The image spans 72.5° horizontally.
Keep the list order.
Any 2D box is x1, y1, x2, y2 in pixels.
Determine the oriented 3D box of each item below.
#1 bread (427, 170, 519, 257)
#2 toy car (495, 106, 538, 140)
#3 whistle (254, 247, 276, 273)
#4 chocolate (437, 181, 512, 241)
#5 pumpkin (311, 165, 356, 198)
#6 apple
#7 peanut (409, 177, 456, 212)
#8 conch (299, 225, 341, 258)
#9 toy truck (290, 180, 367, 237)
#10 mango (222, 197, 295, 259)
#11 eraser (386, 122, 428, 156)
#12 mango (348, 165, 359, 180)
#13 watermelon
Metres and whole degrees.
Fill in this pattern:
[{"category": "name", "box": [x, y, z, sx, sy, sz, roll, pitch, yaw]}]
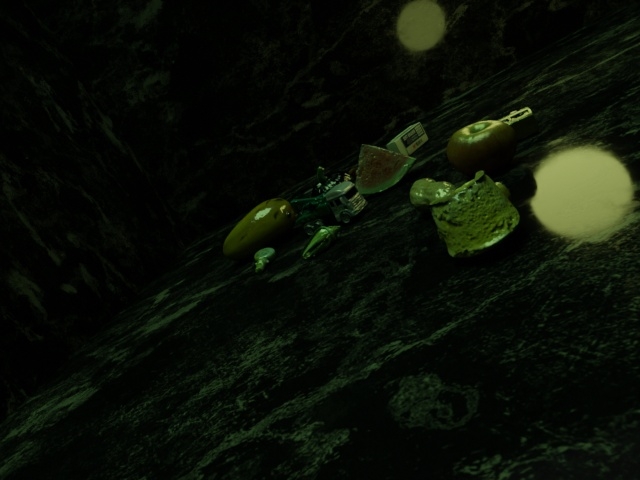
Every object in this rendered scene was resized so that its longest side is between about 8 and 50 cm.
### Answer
[{"category": "bread", "box": [0.372, -0.057, 1.061, 0.197, 0.170, 0.197, -34, 3, 2]}, {"category": "toy car", "box": [0.709, -0.419, 1.710, 0.257, 0.101, 0.124, -23, 20, 22]}, {"category": "whistle", "box": [-0.262, 0.098, 2.019, 0.104, 0.057, 0.198, -12, 27, 10]}, {"category": "chocolate", "box": [0.420, -0.072, 1.204, 0.219, 0.085, 0.085, -36, 15, -4]}, {"category": "pumpkin", "box": [0.050, -0.268, 2.215, 0.248, 0.248, 0.248, -29, 15, 8]}, {"category": "apple", "box": [0.567, -0.317, 1.530, 0.210, 0.173, 0.235, -30, 23, -13]}, {"category": "peanut", "box": [0.372, -0.139, 1.434, 0.124, 0.123, 0.256, -32, 19, -3]}, {"category": "conch", "box": [0.003, 0.000, 1.768, 0.200, 0.079, 0.095, -51, 32, -9]}, {"category": "toy truck", "box": [0.028, -0.144, 1.998, 0.364, 0.177, 0.176, -14, 22, 41]}, {"category": "mango", "box": [-0.335, -0.053, 2.317, 0.445, 0.220, 0.301, -33, 17, 6]}, {"category": "eraser", "box": [0.509, -0.572, 2.542, 0.279, 0.124, 0.081, -41, 18, -33]}, {"category": "mango", "box": [0.235, -0.368, 2.434, 0.133, 0.111, 0.267, -49, 19, -6]}, {"category": "watermelon", "box": [0.295, -0.345, 2.082, 0.193, 0.231, 0.310, 2, -33, -46]}]
